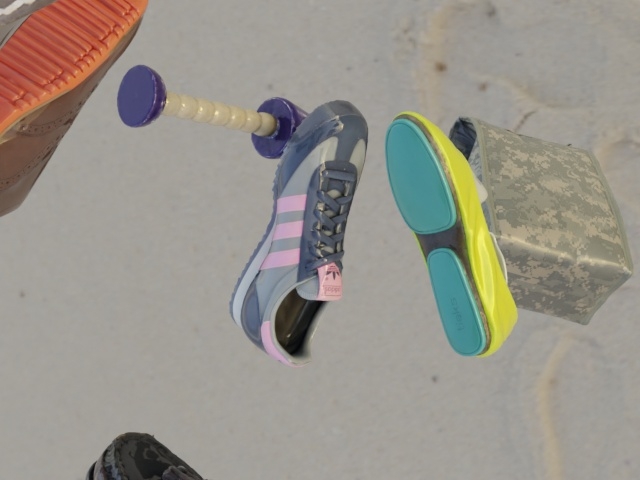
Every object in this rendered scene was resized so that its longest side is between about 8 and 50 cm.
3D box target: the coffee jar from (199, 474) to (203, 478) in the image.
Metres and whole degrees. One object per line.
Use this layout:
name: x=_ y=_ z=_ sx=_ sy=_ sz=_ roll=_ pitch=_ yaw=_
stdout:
coffee jar: x=-0.154 y=0.257 z=1.000 sx=0.079 sy=0.096 sz=0.184 roll=30 pitch=112 yaw=17

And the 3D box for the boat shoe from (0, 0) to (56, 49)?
boat shoe: x=-0.202 y=-0.066 z=0.529 sx=0.324 sy=0.116 sz=0.096 roll=-22 pitch=109 yaw=10

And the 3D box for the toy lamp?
toy lamp: x=-0.109 y=-0.144 z=1.508 sx=0.080 sy=0.275 sz=0.080 roll=-8 pitch=79 yaw=45

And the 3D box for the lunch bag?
lunch bag: x=0.306 y=-0.045 z=1.911 sx=0.169 sy=0.235 sz=0.287 roll=122 pitch=155 yaw=-46

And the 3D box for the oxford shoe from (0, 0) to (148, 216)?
oxford shoe: x=-0.221 y=-0.087 z=0.897 sx=0.097 sy=0.271 sz=0.098 roll=37 pitch=160 yaw=23

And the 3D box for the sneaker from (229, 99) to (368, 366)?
sneaker: x=0.000 y=0.000 z=1.489 sx=0.131 sy=0.112 sz=0.319 roll=45 pitch=125 yaw=45

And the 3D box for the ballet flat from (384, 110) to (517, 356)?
ballet flat: x=0.121 y=-0.010 z=1.138 sx=0.077 sy=0.077 sz=0.231 roll=-8 pitch=104 yaw=50

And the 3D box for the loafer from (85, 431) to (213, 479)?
loafer: x=-0.048 y=0.221 z=0.832 sx=0.302 sy=0.109 sz=0.095 roll=48 pitch=122 yaw=35
